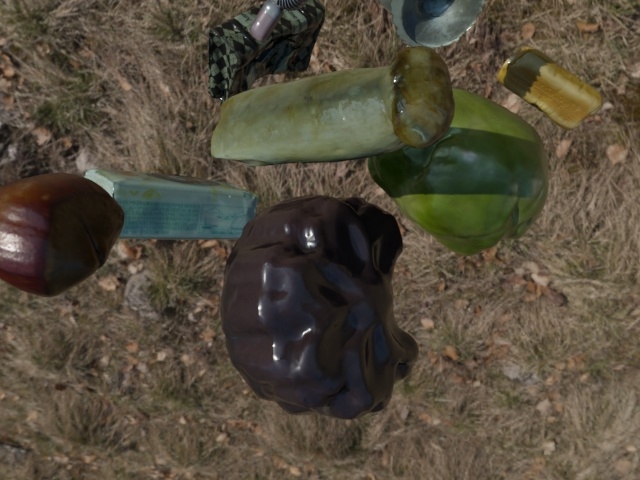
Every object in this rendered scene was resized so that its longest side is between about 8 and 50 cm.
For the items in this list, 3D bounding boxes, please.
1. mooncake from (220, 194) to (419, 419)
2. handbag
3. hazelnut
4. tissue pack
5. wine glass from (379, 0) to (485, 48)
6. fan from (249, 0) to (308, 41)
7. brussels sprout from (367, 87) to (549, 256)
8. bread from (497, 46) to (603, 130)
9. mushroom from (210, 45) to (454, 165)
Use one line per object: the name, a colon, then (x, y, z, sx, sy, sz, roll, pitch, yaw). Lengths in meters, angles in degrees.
mooncake: (0.008, 0.109, 0.871, 0.212, 0.350, 0.381, -11, 95, 46)
handbag: (-0.200, -0.641, 1.777, 0.180, 0.416, 0.317, 45, 149, 8)
hazelnut: (-0.433, -0.016, 0.825, 0.180, 0.212, 0.181, -13, 113, 33)
tissue pack: (-0.409, -0.096, 1.407, 0.388, 0.162, 0.287, 1, -169, -39)
wine glass: (0.234, -0.615, 1.213, 0.237, 0.323, 0.238, -8, 137, -7)
fan: (-0.125, -0.693, 1.517, 0.130, 0.074, 0.244, 42, 116, 0)
brussels sprout: (0.228, -0.104, 0.855, 0.273, 0.243, 0.316, 17, 161, 44)
bread: (0.658, -0.440, 1.491, 0.305, 0.091, 0.142, 30, 138, -12)
mushroom: (0.000, -0.133, 0.567, 0.312, 0.100, 0.081, 2, 159, 42)
